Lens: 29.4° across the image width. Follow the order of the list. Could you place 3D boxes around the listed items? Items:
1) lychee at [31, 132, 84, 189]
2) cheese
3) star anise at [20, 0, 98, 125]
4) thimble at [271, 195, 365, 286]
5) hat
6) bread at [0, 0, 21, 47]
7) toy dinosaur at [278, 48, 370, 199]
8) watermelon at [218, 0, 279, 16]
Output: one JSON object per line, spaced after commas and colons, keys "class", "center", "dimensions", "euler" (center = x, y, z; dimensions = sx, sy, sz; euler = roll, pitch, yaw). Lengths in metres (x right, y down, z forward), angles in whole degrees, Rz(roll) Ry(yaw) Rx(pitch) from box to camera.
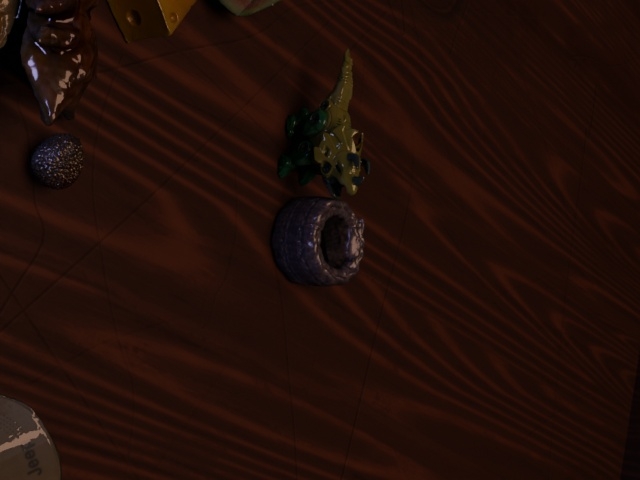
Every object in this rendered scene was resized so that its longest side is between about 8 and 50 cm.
{"class": "lychee", "center": [-0.347, -0.104, 1.613], "dimensions": [0.067, 0.083, 0.068], "euler": [32, 23, -11]}
{"class": "cheese", "center": [-0.258, -0.384, 1.710], "dimensions": [0.171, 0.093, 0.126], "euler": [53, 52, -33]}
{"class": "star anise", "center": [-0.317, -0.307, 1.532], "dimensions": [0.109, 0.292, 0.349], "euler": [4, 79, -15]}
{"class": "thimble", "center": [-0.001, 0.002, 1.997], "dimensions": [0.150, 0.098, 0.150], "euler": [2, 88, -49]}
{"class": "hat", "center": [-0.427, 0.304, 1.424], "dimensions": [0.245, 0.149, 0.214], "euler": [-24, 111, -6]}
{"class": "bread", "center": [-0.469, -0.319, 1.445], "dimensions": [0.210, 0.110, 0.192], "euler": [5, 91, -49]}
{"class": "toy dinosaur", "center": [0.013, -0.186, 1.993], "dimensions": [0.094, 0.153, 0.259], "euler": [23, 63, -49]}
{"class": "watermelon", "center": [-0.136, -0.447, 1.867], "dimensions": [0.146, 0.128, 0.231], "euler": [-39, 109, -11]}
